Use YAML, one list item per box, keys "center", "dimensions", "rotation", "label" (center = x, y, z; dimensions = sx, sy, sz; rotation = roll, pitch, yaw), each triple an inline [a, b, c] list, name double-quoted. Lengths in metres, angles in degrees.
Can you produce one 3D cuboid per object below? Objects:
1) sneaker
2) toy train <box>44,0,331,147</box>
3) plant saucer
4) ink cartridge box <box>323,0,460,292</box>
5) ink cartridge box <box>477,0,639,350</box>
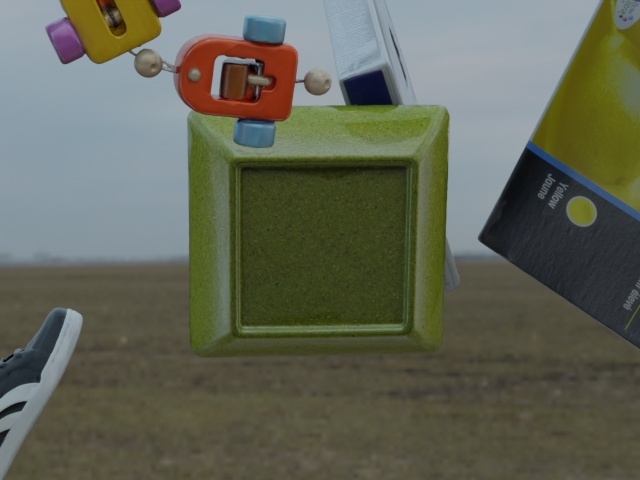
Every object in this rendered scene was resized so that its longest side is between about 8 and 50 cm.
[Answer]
- center: [-0.304, 0.135, 1.264]
  dimensions: [0.121, 0.217, 0.079]
  rotation: [29, -11, -10]
  label: "sneaker"
- center: [-0.057, -0.125, 0.633]
  dimensions: [0.125, 0.166, 0.046]
  rotation: [-1, 15, -16]
  label: "toy train"
- center: [0.000, 0.000, 1.039]
  dimensions: [0.188, 0.188, 0.045]
  rotation: [-1, 15, -5]
  label: "plant saucer"
- center: [0.053, -0.104, 1.189]
  dimensions: [0.045, 0.223, 0.224]
  rotation: [-16, 36, 8]
  label: "ink cartridge box"
- center: [0.318, -0.040, 1.178]
  dimensions: [0.307, 0.303, 0.072]
  rotation: [35, 33, 18]
  label: "ink cartridge box"
